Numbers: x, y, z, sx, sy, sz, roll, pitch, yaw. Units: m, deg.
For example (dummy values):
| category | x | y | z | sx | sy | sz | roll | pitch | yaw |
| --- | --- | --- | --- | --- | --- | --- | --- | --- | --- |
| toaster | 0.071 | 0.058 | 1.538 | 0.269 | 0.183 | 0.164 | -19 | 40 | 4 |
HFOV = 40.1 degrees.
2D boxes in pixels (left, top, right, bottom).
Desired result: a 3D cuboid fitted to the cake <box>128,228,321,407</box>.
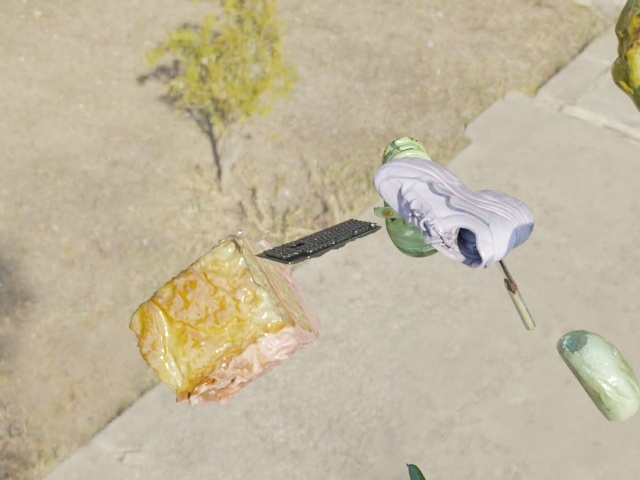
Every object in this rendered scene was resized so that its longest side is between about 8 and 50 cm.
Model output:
| category | x | y | z | sx | sy | sz | roll | pitch | yaw |
| --- | --- | --- | --- | --- | --- | --- | --- | --- | --- |
| cake | -0.194 | 0.177 | 1.888 | 0.314 | 0.307 | 0.293 | -32 | 82 | 10 |

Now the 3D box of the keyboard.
| category | x | y | z | sx | sy | sz | roll | pitch | yaw |
| --- | --- | --- | --- | --- | --- | --- | --- | --- | --- |
| keyboard | 0.000 | -0.002 | 1.246 | 0.074 | 0.015 | 0.196 | 17 | 26 | 39 |

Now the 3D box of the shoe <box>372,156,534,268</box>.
| category | x | y | z | sx | sy | sz | roll | pitch | yaw |
| --- | --- | --- | --- | --- | --- | --- | --- | --- | --- |
| shoe | 0.171 | -0.036 | 1.259 | 0.245 | 0.095 | 0.137 | 24 | 35 | 22 |

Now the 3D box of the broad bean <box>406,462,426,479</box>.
| category | x | y | z | sx | sy | sz | roll | pitch | yaw |
| --- | --- | --- | --- | --- | --- | --- | --- | --- | --- |
| broad bean | 0.212 | 0.563 | 1.658 | 0.060 | 0.043 | 0.297 | 14 | 52 | -47 |

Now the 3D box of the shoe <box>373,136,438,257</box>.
| category | x | y | z | sx | sy | sz | roll | pitch | yaw |
| --- | --- | --- | --- | --- | --- | --- | --- | --- | --- |
| shoe | 0.186 | -0.088 | 1.862 | 0.140 | 0.262 | 0.128 | -8 | 6 | 13 |

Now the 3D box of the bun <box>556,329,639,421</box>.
| category | x | y | z | sx | sy | sz | roll | pitch | yaw |
| --- | --- | --- | --- | --- | --- | --- | --- | --- | --- |
| bun | 0.614 | 0.285 | 1.921 | 0.108 | 0.221 | 0.221 | -36 | 47 | 5 |

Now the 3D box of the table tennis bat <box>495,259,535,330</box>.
| category | x | y | z | sx | sy | sz | roll | pitch | yaw |
| --- | --- | --- | --- | --- | --- | --- | --- | --- | --- |
| table tennis bat | 0.374 | 0.061 | 1.805 | 0.022 | 0.301 | 0.173 | -28 | 20 | 7 |

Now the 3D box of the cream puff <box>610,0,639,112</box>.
| category | x | y | z | sx | sy | sz | roll | pitch | yaw |
| --- | --- | --- | --- | --- | --- | --- | --- | --- | --- |
| cream puff | 0.695 | -0.356 | 1.594 | 0.291 | 0.324 | 0.257 | 55 | 19 | 4 |
